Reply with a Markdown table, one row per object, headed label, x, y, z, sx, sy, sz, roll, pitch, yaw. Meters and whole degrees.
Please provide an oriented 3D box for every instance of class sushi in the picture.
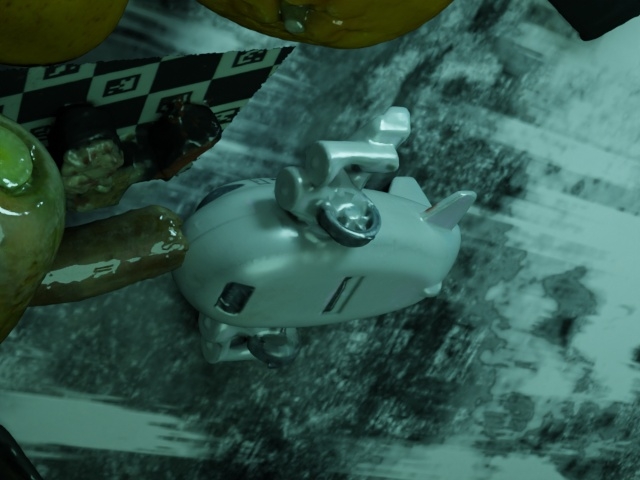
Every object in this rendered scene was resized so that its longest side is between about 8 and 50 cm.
| label | x | y | z | sx | sy | sz | roll | pitch | yaw |
| --- | --- | --- | --- | --- | --- | --- | --- | --- | --- |
| sushi | -0.159 | -0.045 | 1.056 | 0.279 | 0.043 | 0.192 | -10 | 160 | -37 |

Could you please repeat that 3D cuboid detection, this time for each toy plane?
| label | x | y | z | sx | sy | sz | roll | pitch | yaw |
| --- | --- | --- | --- | --- | --- | --- | --- | --- | --- |
| toy plane | 0.002 | 0.003 | 1.240 | 0.252 | 0.118 | 0.252 | -22 | 149 | -14 |

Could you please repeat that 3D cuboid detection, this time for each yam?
| label | x | y | z | sx | sy | sz | roll | pitch | yaw |
| --- | --- | --- | --- | --- | --- | --- | --- | --- | --- |
| yam | -0.204 | 0.022 | 1.113 | 0.241 | 0.057 | 0.057 | -13 | 128 | -20 |

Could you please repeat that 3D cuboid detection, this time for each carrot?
| label | x | y | z | sx | sy | sz | roll | pitch | yaw |
| --- | --- | --- | --- | --- | --- | --- | --- | --- | --- |
| carrot | -0.259 | 0.040 | 0.967 | 0.138 | 0.139 | 0.302 | 8 | 145 | -42 |

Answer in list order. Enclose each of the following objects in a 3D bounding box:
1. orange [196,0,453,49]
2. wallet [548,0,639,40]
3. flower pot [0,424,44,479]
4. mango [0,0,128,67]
| label | x | y | z | sx | sy | sz | roll | pitch | yaw |
| --- | --- | --- | --- | --- | --- | --- | --- | --- | --- |
| orange | -0.001 | -0.210 | 1.002 | 0.219 | 0.219 | 0.193 | 41 | 75 | -48 |
| wallet | 0.273 | -0.295 | 1.236 | 0.323 | 0.041 | 0.247 | -35 | 139 | 17 |
| flower pot | -0.283 | 0.282 | 1.132 | 0.267 | 0.266 | 0.267 | -29 | 136 | -4 |
| mango | -0.197 | -0.195 | 0.903 | 0.191 | 0.160 | 0.290 | -56 | 143 | -1 |
